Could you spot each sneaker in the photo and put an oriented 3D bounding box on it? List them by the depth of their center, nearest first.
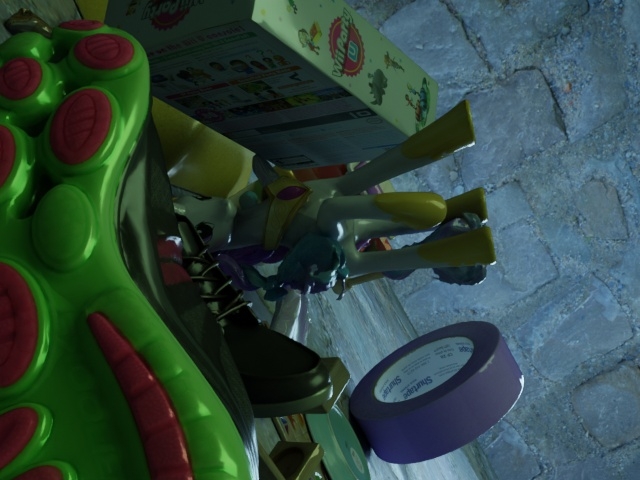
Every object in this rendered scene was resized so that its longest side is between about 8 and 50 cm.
[{"bbox_3d":[-0.157,0.044,0.614,0.202,0.185,0.483,83,-9,-56],"label":"sneaker"},{"bbox_3d":[-0.086,0.052,0.719,0.083,0.222,0.118,-20,119,-51],"label":"sneaker"}]

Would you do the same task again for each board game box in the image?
[{"bbox_3d":[-0.047,-0.180,1.005,0.303,0.224,0.098,27,66,-47],"label":"board game box"}]

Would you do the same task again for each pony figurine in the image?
[{"bbox_3d":[0.000,0.000,1.017,0.351,0.363,0.303,59,23,-63],"label":"pony figurine"}]

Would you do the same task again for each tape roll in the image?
[{"bbox_3d":[0.186,0.242,1.531,0.090,0.274,0.275,60,9,-12],"label":"tape roll"}]

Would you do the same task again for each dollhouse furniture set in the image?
[{"bbox_3d":[-0.067,0.130,0.835,0.123,0.144,0.151,58,46,-24],"label":"dollhouse furniture set"}]

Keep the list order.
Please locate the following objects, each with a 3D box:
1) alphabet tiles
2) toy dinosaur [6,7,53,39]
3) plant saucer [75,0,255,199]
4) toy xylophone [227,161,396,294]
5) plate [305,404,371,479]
[{"bbox_3d":[-0.037,0.211,1.208,0.237,0.009,0.198,64,9,10],"label":"alphabet tiles"},{"bbox_3d":[-0.234,-0.156,0.976,0.211,0.064,0.112,55,10,-43],"label":"toy dinosaur"},{"bbox_3d":[-0.202,-0.226,1.321,0.333,0.081,0.333,63,9,9],"label":"plant saucer"},{"bbox_3d":[0.012,-0.023,1.301,0.081,0.322,0.236,-40,99,-35],"label":"toy xylophone"},{"bbox_3d":[0.030,0.281,1.278,0.188,0.024,0.188,60,8,-15],"label":"plate"}]
